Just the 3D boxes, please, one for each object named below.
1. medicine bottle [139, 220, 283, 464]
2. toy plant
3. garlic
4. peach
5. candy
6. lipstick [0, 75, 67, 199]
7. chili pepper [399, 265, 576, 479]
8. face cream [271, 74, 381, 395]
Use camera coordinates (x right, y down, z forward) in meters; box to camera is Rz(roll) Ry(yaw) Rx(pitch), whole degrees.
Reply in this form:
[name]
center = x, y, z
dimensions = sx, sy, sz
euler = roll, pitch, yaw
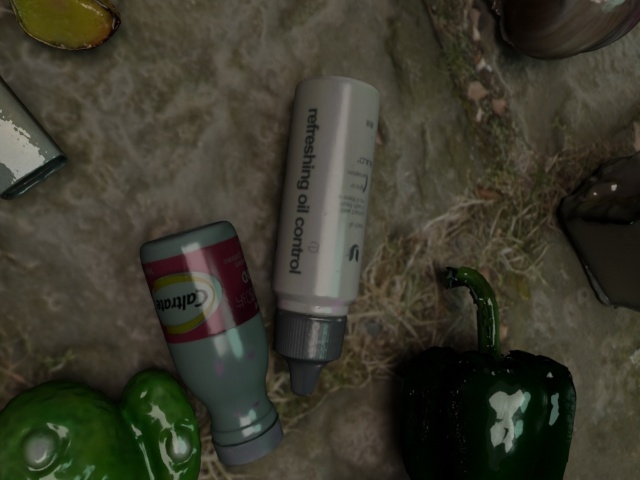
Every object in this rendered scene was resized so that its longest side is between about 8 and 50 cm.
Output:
[medicine bottle]
center = -0.096, 0.095, 0.469
dimensions = 0.090, 0.090, 0.217
euler = -18, 97, -19
[toy plant]
center = -0.200, 0.275, 0.413
dimensions = 0.224, 0.184, 0.316
euler = -7, 78, -26
[garlic]
center = 0.288, -0.345, 0.548
dimensions = 0.207, 0.257, 0.207
euler = 2, 50, -2
[peach]
center = -0.222, -0.209, 0.438
dimensions = 0.083, 0.050, 0.077
euler = -9, 117, -10
[candy]
center = 0.423, -0.004, 0.607
dimensions = 0.137, 0.185, 0.195
euler = -35, 102, -11
[lipstick]
center = -0.314, -0.151, 0.393
dimensions = 0.077, 0.079, 0.253
euler = -42, 105, -16
[chili pepper]
center = 0.176, 0.160, 0.535
dimensions = 0.173, 0.165, 0.261
euler = 3, 88, -8
[face cream]
center = 0.000, 0.000, 0.503
dimensions = 0.092, 0.092, 0.312
euler = 7, 90, -20
